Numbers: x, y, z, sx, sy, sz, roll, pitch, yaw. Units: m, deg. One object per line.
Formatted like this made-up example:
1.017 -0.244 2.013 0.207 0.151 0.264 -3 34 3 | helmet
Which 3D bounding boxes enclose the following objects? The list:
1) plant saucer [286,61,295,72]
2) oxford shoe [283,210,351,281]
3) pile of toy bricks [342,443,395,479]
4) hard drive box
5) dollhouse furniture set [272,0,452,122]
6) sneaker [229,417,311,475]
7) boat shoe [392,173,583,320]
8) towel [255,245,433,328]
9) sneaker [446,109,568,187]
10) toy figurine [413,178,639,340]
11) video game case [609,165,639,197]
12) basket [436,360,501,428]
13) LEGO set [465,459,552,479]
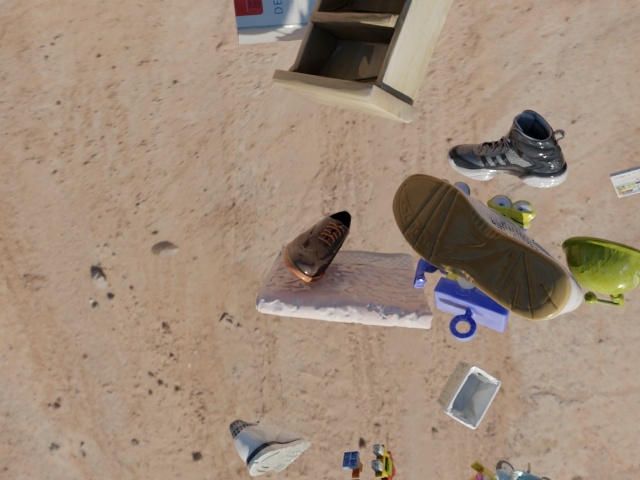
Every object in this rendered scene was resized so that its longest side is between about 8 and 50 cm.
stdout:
0.029 -0.447 1.372 0.188 0.188 0.045 -14 118 22 | plant saucer
0.000 0.000 1.159 0.097 0.271 0.098 38 114 -1 | oxford shoe
0.087 0.507 1.068 0.118 0.212 0.105 -16 129 26 | pile of toy bricks
-0.034 -0.436 0.937 0.232 0.089 0.181 -8 96 -7 | hard drive box
-0.058 -0.296 0.479 0.394 0.362 0.256 14 99 -42 | dollhouse furniture set
-0.094 0.390 1.096 0.090 0.235 0.095 -47 63 -4 | sneaker
0.204 0.008 0.717 0.096 0.277 0.098 11 116 -45 | boat shoe
0.052 0.088 1.190 0.331 0.317 0.053 4 109 2 | towel
0.403 -0.211 1.231 0.268 0.101 0.153 15 143 31 | sneaker
0.273 0.080 0.847 0.362 0.217 0.191 21 149 23 | toy figurine
0.744 -0.141 1.336 0.087 0.011 0.122 -16 151 30 | video game case
0.444 0.461 1.703 0.113 0.103 0.167 32 86 -7 | basket
0.175 0.379 0.665 0.132 0.107 0.287 19 123 14 | LEGO set
